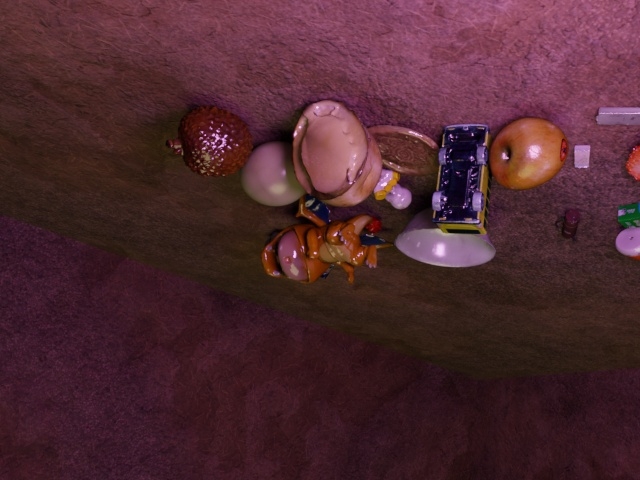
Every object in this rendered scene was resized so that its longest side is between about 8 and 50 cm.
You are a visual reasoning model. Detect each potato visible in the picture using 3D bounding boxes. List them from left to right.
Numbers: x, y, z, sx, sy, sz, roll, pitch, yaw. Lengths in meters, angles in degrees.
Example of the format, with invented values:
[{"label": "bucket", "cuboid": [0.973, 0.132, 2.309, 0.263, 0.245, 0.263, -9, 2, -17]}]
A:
[{"label": "potato", "cuboid": [0.058, -0.207, 1.726, 0.242, 0.285, 0.242, -19, 146, -13]}]

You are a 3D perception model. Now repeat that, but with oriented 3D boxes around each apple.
[{"label": "apple", "cuboid": [0.502, -0.209, 1.608, 0.155, 0.182, 0.182, -4, 167, -29]}]

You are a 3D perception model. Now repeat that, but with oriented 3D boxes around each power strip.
[{"label": "power strip", "cuboid": [0.701, -0.284, 1.525, 0.136, 0.019, 0.051, 3, 155, 20]}]

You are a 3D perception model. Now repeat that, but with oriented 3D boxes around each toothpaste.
[{"label": "toothpaste", "cuboid": [0.969, -0.083, 1.845, 0.266, 0.050, 0.065, -10, 152, 44]}]

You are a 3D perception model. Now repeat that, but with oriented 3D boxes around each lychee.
[{"label": "lychee", "cuboid": [-0.305, -0.270, 1.838, 0.238, 0.200, 0.200, -6, 162, -15]}]

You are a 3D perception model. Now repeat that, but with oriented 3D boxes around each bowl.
[{"label": "bowl", "cuboid": [0.402, -0.037, 2.117, 0.313, 0.146, 0.313, 10, 160, 4]}]

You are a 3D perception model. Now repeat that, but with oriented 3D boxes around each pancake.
[{"label": "pancake", "cuboid": [0.225, -0.242, 1.835, 0.250, 0.031, 0.250, 16, 161, 6]}]

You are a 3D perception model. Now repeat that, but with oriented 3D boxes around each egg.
[{"label": "egg", "cuboid": [-0.135, -0.193, 1.945, 0.188, 0.189, 0.253, 27, 159, -34]}]

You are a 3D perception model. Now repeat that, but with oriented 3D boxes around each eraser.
[{"label": "eraser", "cuboid": [0.671, -0.215, 1.711, 0.038, 0.019, 0.083, 1, 157, 20]}]

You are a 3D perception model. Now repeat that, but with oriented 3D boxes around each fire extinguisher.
[{"label": "fire extinguisher", "cuboid": [0.762, -0.047, 2.057, 0.078, 0.045, 0.157, 33, 169, 25]}]

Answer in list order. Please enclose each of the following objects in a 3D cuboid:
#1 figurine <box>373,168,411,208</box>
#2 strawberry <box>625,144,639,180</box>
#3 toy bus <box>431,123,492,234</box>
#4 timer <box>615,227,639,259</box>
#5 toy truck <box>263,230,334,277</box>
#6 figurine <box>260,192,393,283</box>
[{"label": "figurine", "cuboid": [0.213, -0.154, 2.024, 0.178, 0.109, 0.129, 32, 177, -42]}, {"label": "strawberry", "cuboid": [0.838, -0.207, 1.540, 0.188, 0.106, 0.286, 47, 168, -9]}, {"label": "toy bus", "cuboid": [0.370, -0.152, 1.706, 0.128, 0.262, 0.150, 3, 164, 26]}, {"label": "timer", "cuboid": [0.973, 0.014, 2.015, 0.136, 0.099, 0.136, 20, 166, 5]}, {"label": "toy truck", "cuboid": [-0.081, 0.050, 2.611, 0.268, 0.124, 0.155, 14, 151, -13]}, {"label": "figurine", "cuboid": [0.023, 0.023, 2.302, 0.387, 0.268, 0.401, -14, 152, 43]}]
